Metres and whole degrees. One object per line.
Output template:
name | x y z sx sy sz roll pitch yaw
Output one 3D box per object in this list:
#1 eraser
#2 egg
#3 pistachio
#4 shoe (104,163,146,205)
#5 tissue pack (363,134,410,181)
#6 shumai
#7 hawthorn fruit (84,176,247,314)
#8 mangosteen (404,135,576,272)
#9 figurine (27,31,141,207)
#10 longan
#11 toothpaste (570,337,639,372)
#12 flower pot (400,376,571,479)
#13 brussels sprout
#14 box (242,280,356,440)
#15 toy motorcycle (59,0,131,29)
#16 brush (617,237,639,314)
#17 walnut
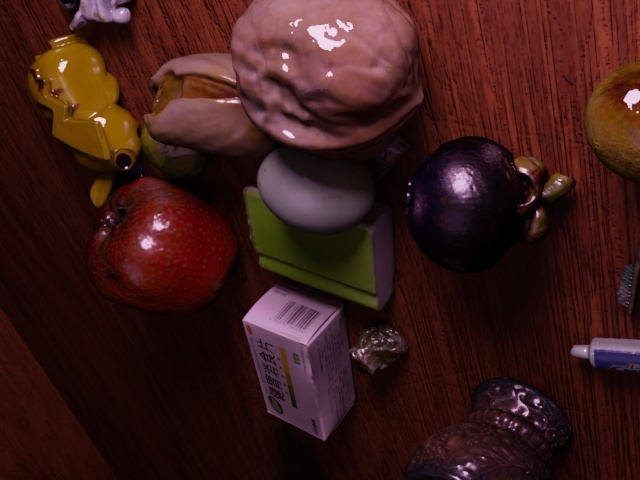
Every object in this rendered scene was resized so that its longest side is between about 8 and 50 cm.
eraser | 0.000 0.000 1.177 0.274 0.092 0.210 17 133 28
egg | -0.007 -0.085 1.006 0.192 0.149 0.149 17 136 9
pistachio | -0.161 -0.222 1.065 0.287 0.166 0.197 11 170 27
shoe | -0.469 -0.137 1.480 0.207 0.091 0.106 -6 97 49
tissue pack | 0.095 -0.141 1.011 0.063 0.035 0.083 42 140 4
shumai | 0.109 0.226 1.280 0.099 0.087 0.123 48 140 -1
hawthorn fruit | -0.307 0.026 1.358 0.368 0.285 0.284 20 155 -35
mangosteen | 0.233 -0.049 0.874 0.230 0.194 0.194 0 128 10
figurine | -0.471 -0.253 1.302 0.218 0.169 0.327 -13 113 52
longan | 0.369 -0.135 0.678 0.154 0.176 0.145 -29 61 16
toothpaste | 0.506 0.173 0.924 0.268 0.047 0.069 -3 109 38
flower pot | 0.310 0.402 1.118 0.266 0.267 0.267 25 137 25
brussels sprout | -0.275 -0.193 1.225 0.155 0.117 0.155 5 117 9
box | -0.037 0.270 1.403 0.173 0.145 0.333 19 135 32
toy motorcycle | -0.400 -0.453 1.141 0.228 0.074 0.151 -19 105 38
brush | 0.433 0.022 0.864 0.027 0.034 0.191 31 143 42
walnut | 0.012 -0.227 0.858 0.273 0.227 0.273 19 134 21
